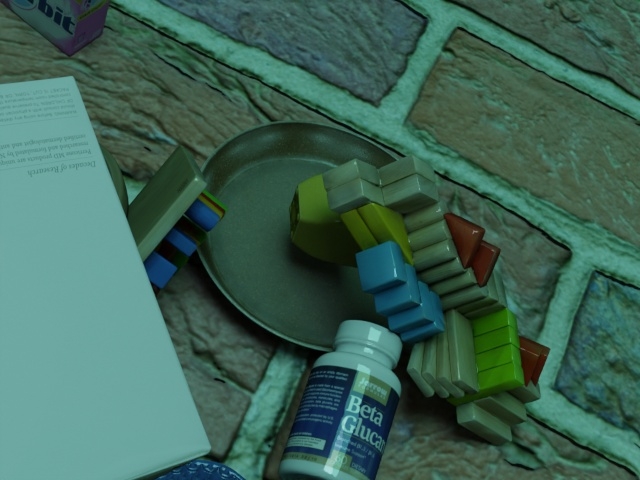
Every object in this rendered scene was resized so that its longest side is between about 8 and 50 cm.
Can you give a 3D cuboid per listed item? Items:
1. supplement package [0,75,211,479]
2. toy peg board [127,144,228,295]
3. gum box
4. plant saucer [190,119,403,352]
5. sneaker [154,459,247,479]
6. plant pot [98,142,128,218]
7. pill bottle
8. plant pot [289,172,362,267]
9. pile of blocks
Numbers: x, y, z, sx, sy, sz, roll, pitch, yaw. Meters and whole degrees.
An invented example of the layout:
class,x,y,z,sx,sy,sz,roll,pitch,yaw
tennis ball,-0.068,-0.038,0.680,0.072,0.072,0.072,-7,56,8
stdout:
class,x,y,z,sx,sy,sz,roll,pitch,yaw
supplement package,-0.235,0.058,0.864,0.175,0.177,0.293,-14,77,-39
toy peg board,-0.154,0.003,1.218,0.079,0.161,0.160,39,4,-19
gum box,-0.336,-0.320,1.428,0.188,0.107,0.062,38,52,7
plant saucer,0.000,0.000,1.374,0.310,0.050,0.310,10,53,-14
sneaker,-0.066,0.269,1.129,0.232,0.090,0.081,17,49,-10
plant pot,-0.316,-0.055,1.195,0.237,0.110,0.237,-4,47,4
pill bottle,0.026,0.169,1.213,0.094,0.094,0.169,22,65,-6
plant pot,0.011,-0.027,1.318,0.083,0.081,0.081,5,55,-12
pile of blocks,0.140,0.060,1.236,0.362,0.112,0.149,53,32,-24
